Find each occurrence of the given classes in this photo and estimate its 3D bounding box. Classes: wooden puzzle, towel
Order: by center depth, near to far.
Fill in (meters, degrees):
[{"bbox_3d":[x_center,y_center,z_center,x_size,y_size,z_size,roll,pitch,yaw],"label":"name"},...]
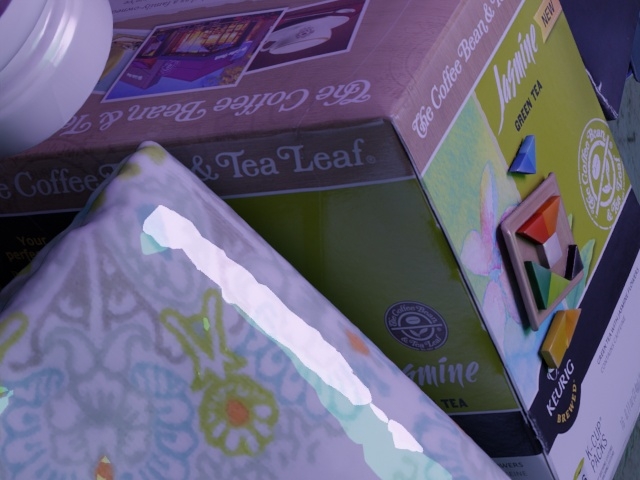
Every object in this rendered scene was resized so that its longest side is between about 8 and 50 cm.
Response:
[{"bbox_3d":[-0.098,0.188,1.036,0.320,0.090,0.374,45,79,-12],"label":"towel"},{"bbox_3d":[0.127,0.007,1.117,0.078,0.014,0.116,-53,129,-44],"label":"wooden puzzle"}]

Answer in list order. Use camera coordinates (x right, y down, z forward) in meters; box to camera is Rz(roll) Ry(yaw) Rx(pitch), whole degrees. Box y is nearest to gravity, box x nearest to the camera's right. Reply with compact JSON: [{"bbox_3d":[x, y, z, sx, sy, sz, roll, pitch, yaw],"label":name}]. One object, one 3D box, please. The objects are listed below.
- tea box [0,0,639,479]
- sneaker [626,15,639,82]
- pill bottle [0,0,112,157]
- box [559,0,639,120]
[{"bbox_3d":[0.000,0.000,1.237,0.220,0.329,0.323,-60,135,-41],"label":"tea box"},{"bbox_3d":[0.234,-0.289,1.827,0.236,0.130,0.322,-13,104,-64],"label":"sneaker"},{"bbox_3d":[-0.241,-0.164,1.019,0.301,0.169,0.169,41,53,-49],"label":"pill bottle"},{"bbox_3d":[0.027,-0.218,1.340,0.294,0.296,0.182,50,46,-44],"label":"box"}]
